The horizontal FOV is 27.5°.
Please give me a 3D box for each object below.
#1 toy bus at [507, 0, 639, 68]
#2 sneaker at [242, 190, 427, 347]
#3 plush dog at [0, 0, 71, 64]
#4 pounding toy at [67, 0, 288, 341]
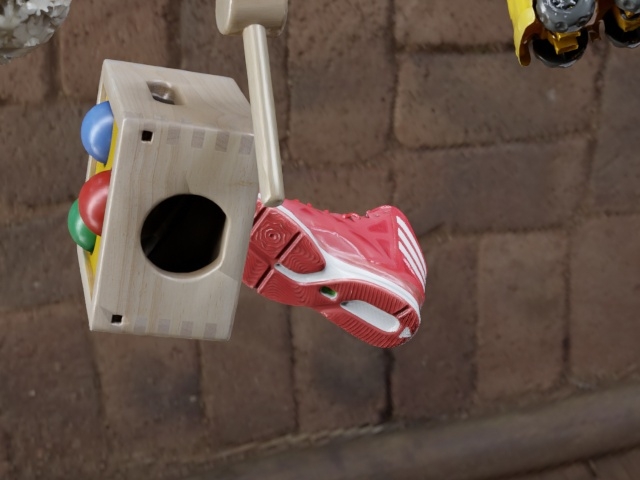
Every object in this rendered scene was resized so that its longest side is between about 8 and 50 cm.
[{"bbox_3d":[0.348,-0.360,1.751,0.220,0.212,0.149,-14,161,3],"label":"toy bus"},{"bbox_3d":[0.000,0.000,1.191,0.221,0.128,0.087,36,124,-8],"label":"sneaker"},{"bbox_3d":[-0.272,-0.232,0.956,0.262,0.210,0.225,-47,123,-5],"label":"plush dog"},{"bbox_3d":[-0.083,-0.053,0.735,0.094,0.181,0.206,6,110,-16],"label":"pounding toy"}]
